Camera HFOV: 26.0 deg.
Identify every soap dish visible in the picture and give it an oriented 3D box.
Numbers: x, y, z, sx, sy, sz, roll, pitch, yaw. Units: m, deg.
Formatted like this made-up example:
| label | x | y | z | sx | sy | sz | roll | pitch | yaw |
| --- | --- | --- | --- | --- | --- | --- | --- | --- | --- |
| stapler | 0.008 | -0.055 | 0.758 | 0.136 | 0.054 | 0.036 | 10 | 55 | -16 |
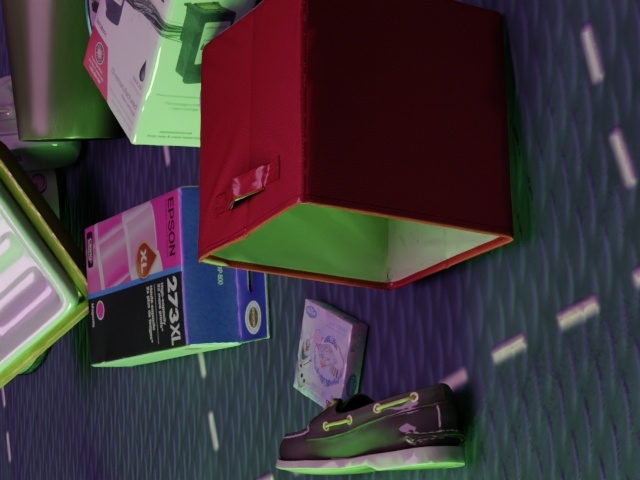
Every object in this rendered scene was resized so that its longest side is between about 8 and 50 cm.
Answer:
| label | x | y | z | sx | sy | sz | roll | pitch | yaw |
| --- | --- | --- | --- | --- | --- | --- | --- | --- | --- |
| soap dish | -0.432 | 0.026 | 1.808 | 0.229 | 0.118 | 0.291 | -39 | 82 | 20 |

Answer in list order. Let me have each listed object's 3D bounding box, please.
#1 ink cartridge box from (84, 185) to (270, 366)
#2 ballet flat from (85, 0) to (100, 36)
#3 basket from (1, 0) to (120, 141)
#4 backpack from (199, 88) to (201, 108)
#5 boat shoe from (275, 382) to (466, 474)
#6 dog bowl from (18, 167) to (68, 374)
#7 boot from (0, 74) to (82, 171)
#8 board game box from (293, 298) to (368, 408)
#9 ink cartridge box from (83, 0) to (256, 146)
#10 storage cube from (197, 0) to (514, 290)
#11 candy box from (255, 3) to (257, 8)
| label | x | y | z | sx | sy | sz | roll | pitch | yaw |
| --- | --- | --- | --- | --- | --- | --- | --- | --- | --- |
| ink cartridge box | -0.172 | 0.043 | 1.577 | 0.371 | 0.069 | 0.175 | -16 | 75 | 56 |
| ballet flat | -0.217 | -0.340 | 1.614 | 0.096 | 0.095 | 0.280 | -21 | 62 | 42 |
| basket | -0.324 | -0.240 | 1.761 | 0.204 | 0.154 | 0.226 | 3 | 95 | 50 |
| backpack | -0.067 | -0.120 | 1.378 | 0.114 | 0.084 | 0.105 | -13 | 80 | 56 |
| boat shoe | 0.040 | 0.166 | 1.196 | 0.228 | 0.081 | 0.068 | -16 | 73 | 51 |
| dog bowl | -0.516 | 0.002 | 2.073 | 0.408 | 0.150 | 0.408 | -1 | 89 | 59 |
| boot | -0.460 | -0.158 | 1.902 | 0.095 | 0.258 | 0.123 | 101 | 164 | -62 |
| board game box | 0.008 | 0.110 | 1.303 | 0.090 | 0.020 | 0.090 | 27 | 112 | 57 |
| ink cartridge box | -0.156 | -0.244 | 1.462 | 0.172 | 0.100 | 0.237 | 54 | 133 | 43 |
| storage cube | 0.025 | -0.081 | 1.104 | 0.184 | 0.215 | 0.193 | -27 | 59 | 57 |
| candy box | -0.130 | -0.240 | 1.543 | 0.206 | 0.027 | 0.105 | -34 | 58 | 54 |
